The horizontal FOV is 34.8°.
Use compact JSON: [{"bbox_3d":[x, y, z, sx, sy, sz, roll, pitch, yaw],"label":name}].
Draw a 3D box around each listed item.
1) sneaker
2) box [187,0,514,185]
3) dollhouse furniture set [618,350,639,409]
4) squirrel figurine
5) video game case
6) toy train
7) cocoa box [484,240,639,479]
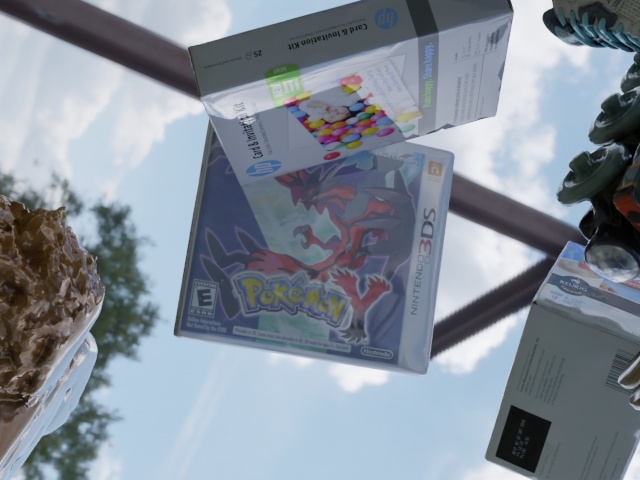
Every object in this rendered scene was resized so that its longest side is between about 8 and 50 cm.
[{"bbox_3d":[0.268,-0.201,0.889,0.122,0.110,0.283,-43,-138,19],"label":"sneaker"},{"bbox_3d":[0.023,-0.099,0.647,0.145,0.186,0.038,75,1,-72],"label":"box"},{"bbox_3d":[0.318,0.186,0.754,0.161,0.212,0.242,-50,175,10],"label":"dollhouse furniture set"},{"bbox_3d":[-0.395,0.051,0.870,0.397,0.370,0.281,-58,180,42],"label":"squirrel figurine"},{"bbox_3d":[0.000,0.000,0.790,0.023,0.201,0.183,158,-58,-72],"label":"video game case"},{"bbox_3d":[0.349,-0.101,0.930,0.190,0.142,0.334,-28,-160,53],"label":"toy train"},{"bbox_3d":[0.446,0.222,1.702,0.228,0.231,0.347,-44,149,-51],"label":"cocoa box"}]
